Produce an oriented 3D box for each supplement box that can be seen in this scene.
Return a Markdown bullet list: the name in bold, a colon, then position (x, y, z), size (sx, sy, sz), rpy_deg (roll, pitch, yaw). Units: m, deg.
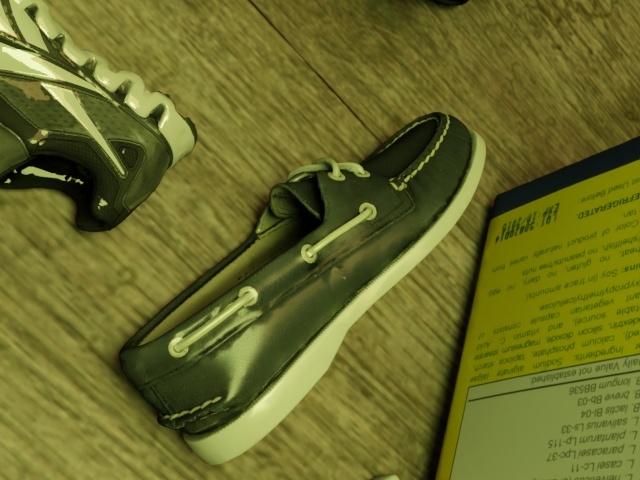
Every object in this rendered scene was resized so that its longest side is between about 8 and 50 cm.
- **supplement box**: position (0.219, 0.132, 0.617), size (0.195, 0.194, 0.357), rpy_deg (31, 59, -24)

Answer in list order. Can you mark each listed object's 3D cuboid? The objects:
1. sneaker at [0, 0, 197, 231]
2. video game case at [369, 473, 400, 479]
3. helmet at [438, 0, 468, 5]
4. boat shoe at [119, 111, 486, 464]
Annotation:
- **sneaker**: position (-0.185, -0.087, 0.517), size (0.234, 0.078, 0.106), rpy_deg (36, 58, -20)
- **video game case**: position (0.023, 0.319, 0.561), size (0.204, 0.025, 0.285), rpy_deg (-21, 88, -34)
- **helmet**: position (0.107, -0.265, 0.698), size (0.161, 0.169, 0.169), rpy_deg (-2, 77, -48)
- **boat shoe**: position (0.000, 0.000, 0.585), size (0.091, 0.114, 0.302), rpy_deg (51, 56, -17)
